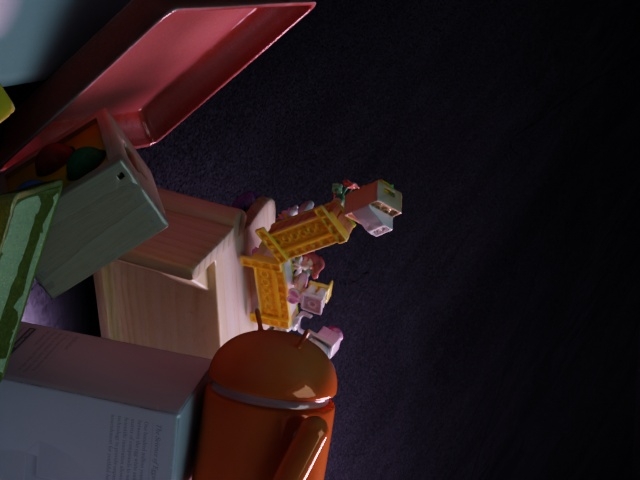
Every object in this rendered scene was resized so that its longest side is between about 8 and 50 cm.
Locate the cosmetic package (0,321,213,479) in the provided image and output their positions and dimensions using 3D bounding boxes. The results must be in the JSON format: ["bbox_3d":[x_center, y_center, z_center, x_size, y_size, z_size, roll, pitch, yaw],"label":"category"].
[{"bbox_3d":[-0.233,0.219,1.564,0.138,0.225,0.224,-55,154,-67],"label":"cosmetic package"}]

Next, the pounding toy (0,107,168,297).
[{"bbox_3d":[-0.263,-0.031,1.488,0.206,0.181,0.094,-32,119,2],"label":"pounding toy"}]

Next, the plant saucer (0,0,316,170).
[{"bbox_3d":[-0.164,-0.168,1.549,0.259,0.047,0.258,-38,169,29],"label":"plant saucer"}]

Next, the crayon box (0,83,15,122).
[{"bbox_3d":[-0.419,-0.111,1.017,0.363,0.106,0.313,-47,112,-41],"label":"crayon box"}]

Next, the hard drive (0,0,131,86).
[{"bbox_3d":[-0.221,-0.254,1.462,0.353,0.047,0.233,-22,141,-58],"label":"hard drive"}]

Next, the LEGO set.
[{"bbox_3d":[0.000,0.000,1.686,0.107,0.132,0.287,-60,175,-44],"label":"LEGO set"}]

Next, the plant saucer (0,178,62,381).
[{"bbox_3d":[-0.273,0.038,1.304,0.188,0.045,0.188,-71,180,-84],"label":"plant saucer"}]

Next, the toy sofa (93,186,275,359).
[{"bbox_3d":[-0.150,0.111,1.770,0.177,0.150,0.362,-49,146,-47],"label":"toy sofa"}]

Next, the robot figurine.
[{"bbox_3d":[-0.051,0.180,1.516,0.158,0.128,0.219,-40,139,-80],"label":"robot figurine"}]
